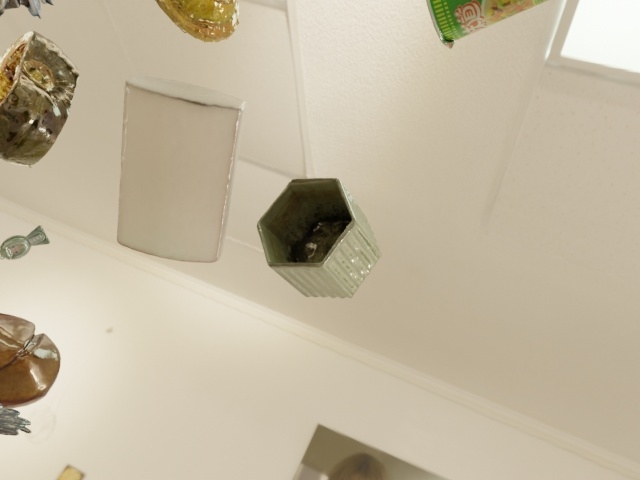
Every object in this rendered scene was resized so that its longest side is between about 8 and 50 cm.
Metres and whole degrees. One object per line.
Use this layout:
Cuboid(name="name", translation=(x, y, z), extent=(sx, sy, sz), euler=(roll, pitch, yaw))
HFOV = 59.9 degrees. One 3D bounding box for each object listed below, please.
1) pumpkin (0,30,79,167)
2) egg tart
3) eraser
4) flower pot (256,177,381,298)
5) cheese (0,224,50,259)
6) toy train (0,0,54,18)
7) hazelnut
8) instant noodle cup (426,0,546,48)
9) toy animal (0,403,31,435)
Cuboid(name="pumpkin", translation=(-0.655, -0.303, 1.220), extent=(0.222, 0.316, 0.139), euler=(-30, -39, 27))
Cuboid(name="egg tart", translation=(-0.305, -0.642, 1.387), extent=(0.118, 0.288, 0.288), euler=(-20, -55, 44))
Cuboid(name="eraser", translation=(-0.224, -0.105, 0.877), extent=(0.174, 0.094, 0.269), euler=(12, -64, -3))
Cuboid(name="flower pot", translation=(0.000, 0.000, 1.227), extent=(0.209, 0.239, 0.189), euler=(31, -11, 36))
Cuboid(name="cheese", translation=(-0.757, 0.010, 1.409), extent=(0.026, 0.121, 0.067), euler=(33, -37, 40))
Cuboid(name="toy train", translation=(-0.540, -0.477, 0.924), extent=(0.299, 0.131, 0.201), euler=(-125, -158, -56))
Cuboid(name="hazelnut", translation=(-0.601, 0.221, 1.038), extent=(0.212, 0.181, 0.181), euler=(52, -4, -21))
Cuboid(name="instant noodle cup", translation=(0.350, -0.527, 1.133), extent=(0.233, 0.206, 0.207), euler=(-9, -44, 27))
Cuboid(name="toy animal", translation=(-0.350, 0.153, 0.439), extent=(0.108, 0.061, 0.220), euler=(12, 4, 44))
